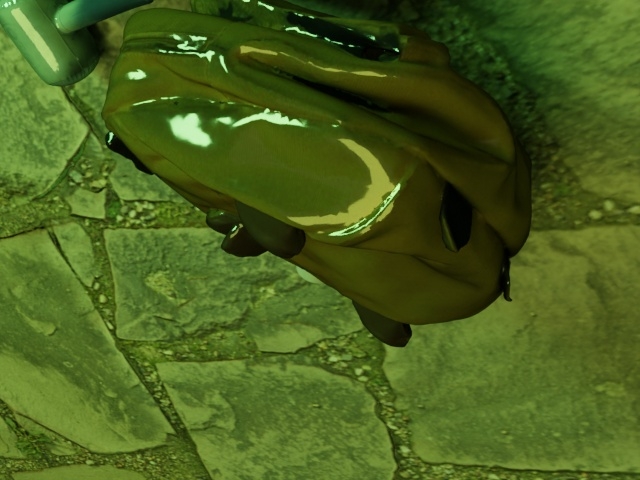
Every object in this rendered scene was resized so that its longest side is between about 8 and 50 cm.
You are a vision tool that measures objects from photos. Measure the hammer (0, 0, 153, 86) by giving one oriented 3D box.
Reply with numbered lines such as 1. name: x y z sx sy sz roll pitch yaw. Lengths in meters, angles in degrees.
1. hammer: -0.226 -0.221 1.036 0.194 0.069 0.116 -12 122 36

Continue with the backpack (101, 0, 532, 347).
1. backpack: -0.003 -0.065 0.889 0.378 0.201 0.353 21 169 33

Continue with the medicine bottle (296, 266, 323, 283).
1. medicine bottle: 0.000 0.000 1.116 0.052 0.052 0.089 20 139 16
